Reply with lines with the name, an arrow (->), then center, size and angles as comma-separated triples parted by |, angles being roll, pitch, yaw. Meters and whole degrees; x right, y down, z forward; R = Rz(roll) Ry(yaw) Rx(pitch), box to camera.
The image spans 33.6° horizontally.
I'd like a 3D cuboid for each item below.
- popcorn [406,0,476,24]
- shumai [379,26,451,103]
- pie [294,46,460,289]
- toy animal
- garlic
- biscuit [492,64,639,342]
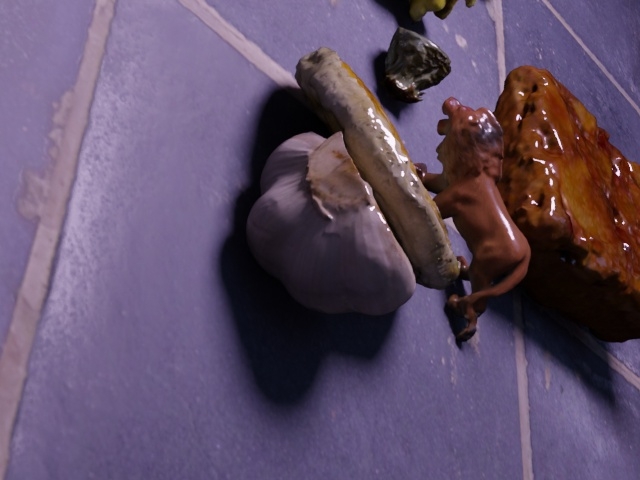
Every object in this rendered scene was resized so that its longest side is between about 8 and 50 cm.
popcorn -> 0.155, -0.430, 1.601 | 0.195, 0.174, 0.168 | 71, 20, -1
shumai -> 0.127, -0.241, 1.518 | 0.099, 0.087, 0.124 | 34, -5, 1
pie -> 0.072, -0.085, 1.275 | 0.339, 0.077, 0.339 | 60, 8, -14
toy animal -> 0.209, -0.038, 1.428 | 0.097, 0.157, 0.312 | -13, 80, -56
garlic -> 0.000, 0.000, 1.135 | 0.229, 0.143, 0.178 | 47, -19, 36
biscuit -> 0.396, -0.044, 1.679 | 0.395, 0.166, 0.342 | 36, 45, -35
